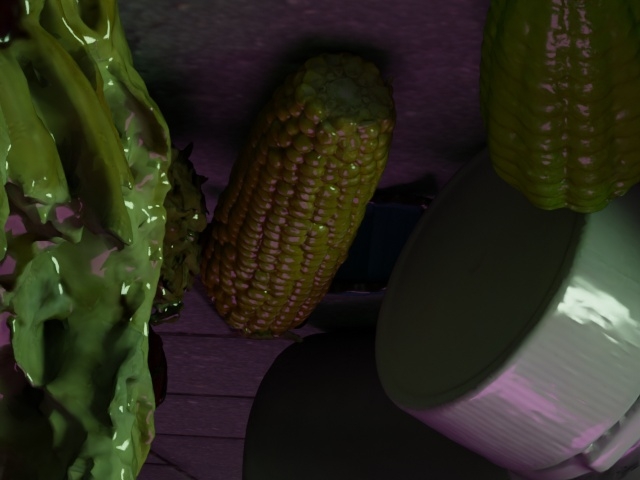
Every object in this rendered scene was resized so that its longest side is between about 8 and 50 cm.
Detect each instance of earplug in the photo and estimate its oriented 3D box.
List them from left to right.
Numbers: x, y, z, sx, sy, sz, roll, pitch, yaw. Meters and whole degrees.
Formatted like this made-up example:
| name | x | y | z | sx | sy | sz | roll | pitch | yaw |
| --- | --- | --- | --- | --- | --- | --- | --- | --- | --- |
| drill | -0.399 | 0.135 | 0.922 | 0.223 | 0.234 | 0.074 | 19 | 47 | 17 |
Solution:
| name | x | y | z | sx | sy | sz | roll | pitch | yaw |
| --- | --- | --- | --- | --- | --- | --- | --- | --- | --- |
| earplug | 0.168 | 0.223 | 1.364 | 0.394 | 0.313 | 0.312 | -8 | 159 | 29 |

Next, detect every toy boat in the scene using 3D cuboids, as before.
| name | x | y | z | sx | sy | sz | roll | pitch | yaw |
| --- | --- | --- | --- | --- | --- | --- | --- | --- | --- |
| toy boat | 0.000 | 0.000 | 1.047 | 0.185 | 0.075 | 0.077 | 1 | 166 | 31 |

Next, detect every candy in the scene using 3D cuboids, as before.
| name | x | y | z | sx | sy | sz | roll | pitch | yaw |
| --- | --- | --- | --- | --- | --- | --- | --- | --- | --- |
| candy | 0.121 | -0.088 | 0.706 | 0.096 | 0.097 | 0.209 | 2 | 158 | 10 |

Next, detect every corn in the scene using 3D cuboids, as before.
| name | x | y | z | sx | sy | sz | roll | pitch | yaw |
| --- | --- | --- | --- | --- | --- | --- | --- | --- | --- |
| corn | -0.015 | -0.023 | 0.908 | 0.091 | 0.091 | 0.260 | 27 | 147 | -2 |

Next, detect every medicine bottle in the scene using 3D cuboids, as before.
| name | x | y | z | sx | sy | sz | roll | pitch | yaw |
| --- | --- | --- | --- | --- | --- | --- | --- | --- | --- |
| medicine bottle | 0.210 | 0.081 | 0.932 | 0.302 | 0.241 | 0.241 | 29 | 154 | -24 |

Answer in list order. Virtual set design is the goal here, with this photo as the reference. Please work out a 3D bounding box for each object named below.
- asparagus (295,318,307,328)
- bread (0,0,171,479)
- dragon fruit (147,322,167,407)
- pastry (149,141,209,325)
| name | x | y | z | sx | sy | sz | roll | pitch | yaw |
| --- | --- | --- | --- | --- | --- | --- | --- | --- | --- |
| asparagus | -0.031 | 0.039 | 1.275 | 0.024 | 0.025 | 0.248 | 24 | 166 | 11 |
| bread | -0.169 | -0.035 | 0.630 | 0.191 | 0.370 | 0.314 | -28 | -178 | -29 |
| dragon fruit | -0.266 | 0.101 | 1.294 | 0.269 | 0.198 | 0.200 | 16 | -178 | -11 |
| pastry | -0.193 | 0.001 | 0.900 | 0.274 | 0.193 | 0.275 | 8 | 166 | 2 |
